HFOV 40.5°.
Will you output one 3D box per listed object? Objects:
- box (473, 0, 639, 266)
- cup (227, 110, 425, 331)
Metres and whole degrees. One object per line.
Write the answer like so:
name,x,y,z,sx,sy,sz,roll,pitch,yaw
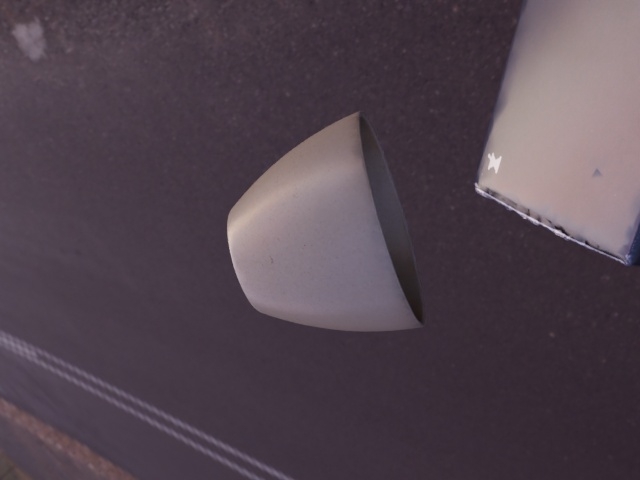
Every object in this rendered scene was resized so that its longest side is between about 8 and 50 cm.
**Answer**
box,0.485,-0.218,0.938,0.297,0.471,0.480,-138,57,-62
cup,0.000,0.000,1.305,0.236,0.331,0.331,-17,123,11
